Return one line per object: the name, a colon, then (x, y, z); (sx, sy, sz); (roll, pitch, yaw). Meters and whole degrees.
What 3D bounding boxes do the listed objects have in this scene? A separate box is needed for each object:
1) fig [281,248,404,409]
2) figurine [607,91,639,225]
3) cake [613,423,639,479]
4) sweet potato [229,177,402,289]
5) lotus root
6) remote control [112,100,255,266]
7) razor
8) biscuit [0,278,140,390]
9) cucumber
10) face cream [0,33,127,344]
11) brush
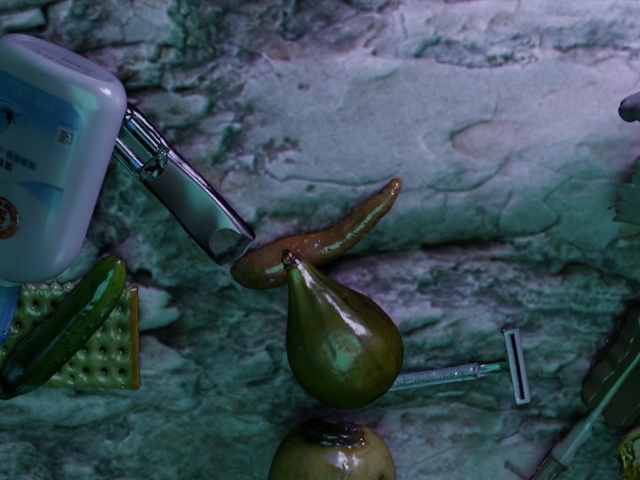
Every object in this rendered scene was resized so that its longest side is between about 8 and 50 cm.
fig: (0.002, 0.099, 1.627); (0.185, 0.133, 0.126); (39, 124, -6)
figurine: (0.412, 0.019, 1.547); (0.207, 0.166, 0.387); (-12, 108, 27)
cake: (0.373, 0.201, 1.629); (0.116, 0.185, 0.080); (-22, 76, -11)
sweet potato: (0.000, 0.000, 1.632); (0.214, 0.050, 0.050); (-27, 108, 9)
lotus root: (0.010, 0.328, 1.714); (0.154, 0.154, 0.278); (5, 117, 2)
remote control: (-0.156, -0.060, 1.625); (0.059, 0.028, 0.212); (-40, 104, 15)
razor: (0.126, 0.154, 1.695); (0.211, 0.036, 0.084); (-9, 88, 14)
biscuit: (-0.321, 0.106, 1.712); (0.231, 0.016, 0.139); (3, 114, 3)
cucumber: (-0.292, 0.107, 1.673); (0.056, 0.056, 0.250); (42, 109, -13)
face cream: (-0.321, -0.043, 1.607); (0.163, 0.080, 0.337); (26, 112, 11)
brush: (0.301, 0.201, 1.683); (0.084, 0.071, 0.301); (33, 112, 3)
